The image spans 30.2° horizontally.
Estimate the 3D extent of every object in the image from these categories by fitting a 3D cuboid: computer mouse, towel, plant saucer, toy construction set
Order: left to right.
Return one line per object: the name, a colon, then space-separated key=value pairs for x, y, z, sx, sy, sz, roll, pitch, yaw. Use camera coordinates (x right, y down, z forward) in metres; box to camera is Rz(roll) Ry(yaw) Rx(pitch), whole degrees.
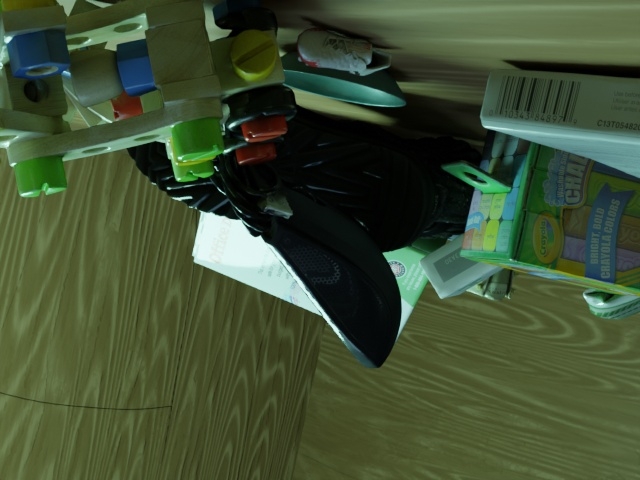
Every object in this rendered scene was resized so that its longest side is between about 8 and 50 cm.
toy construction set: x=-0.133 y=-0.100 z=0.795 sx=0.215 sy=0.151 sz=0.327 roll=-12 pitch=-169 yaw=-8
computer mouse: x=0.000 y=0.000 z=0.991 sx=0.272 sy=0.072 sz=0.188 roll=52 pitch=-178 yaw=-34
plant saucer: x=0.013 y=-0.133 z=0.962 sx=0.119 sy=0.021 sz=0.119 roll=13 pitch=180 yaw=0
towel: x=0.457 y=0.037 z=1.472 sx=0.248 sy=0.038 sz=0.325 roll=-26 pitch=168 yaw=16

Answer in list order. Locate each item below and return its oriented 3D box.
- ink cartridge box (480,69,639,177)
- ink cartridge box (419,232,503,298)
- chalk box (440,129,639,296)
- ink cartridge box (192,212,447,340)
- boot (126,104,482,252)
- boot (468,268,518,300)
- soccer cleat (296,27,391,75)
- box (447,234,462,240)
ink cartridge box: x=0.263 y=-0.068 z=0.810 sx=0.223 sy=0.045 sz=0.224 roll=12 pitch=-179 yaw=44
ink cartridge box: x=0.224 y=-0.005 z=1.306 sx=0.181 sy=0.056 sz=0.224 roll=-33 pitch=168 yaw=19
chalk box: x=0.214 y=-0.032 z=1.077 sx=0.213 sy=0.132 sz=0.132 roll=12 pitch=179 yaw=-12
ink cartridge box: x=0.003 y=-0.015 z=1.433 sx=0.278 sy=0.117 sz=0.201 roll=23 pitch=143 yaw=1
boot: x=-0.007 y=-0.081 z=1.216 sx=0.348 sy=0.131 sz=0.260 roll=25 pitch=-165 yaw=16
boot: x=0.248 y=-0.002 z=1.531 sx=0.077 sy=0.165 sz=0.213 roll=12 pitch=-179 yaw=-26
soccer cleat: x=0.016 y=-0.132 z=0.827 sx=0.035 sy=0.029 sz=0.083 roll=1 pitch=175 yaw=38
box: x=0.307 y=-0.023 z=1.889 sx=0.158 sy=0.093 sz=0.156 roll=12 pitch=-179 yaw=-26
